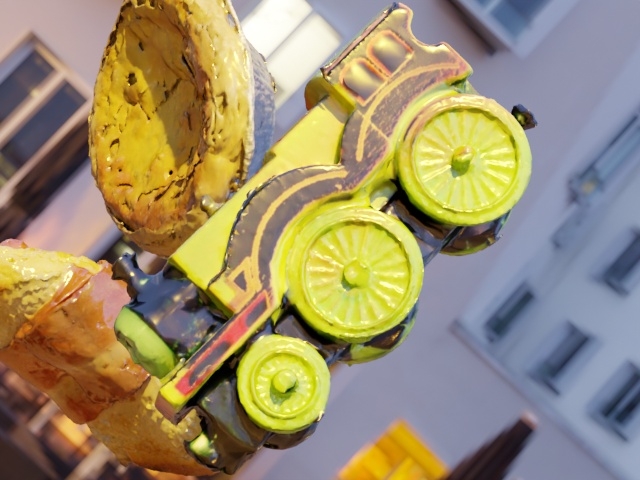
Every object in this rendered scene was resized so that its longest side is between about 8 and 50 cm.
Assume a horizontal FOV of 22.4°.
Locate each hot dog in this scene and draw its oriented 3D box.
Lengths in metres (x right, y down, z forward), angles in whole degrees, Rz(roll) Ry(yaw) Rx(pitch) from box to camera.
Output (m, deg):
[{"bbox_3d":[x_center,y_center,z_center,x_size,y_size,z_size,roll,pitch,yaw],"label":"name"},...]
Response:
[{"bbox_3d":[-0.168,0.068,1.172,0.261,0.093,0.123,44,-39,-19],"label":"hot dog"}]

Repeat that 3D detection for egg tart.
[{"bbox_3d":[-0.102,-0.098,1.274,0.094,0.234,0.234,3,18,-34],"label":"egg tart"}]

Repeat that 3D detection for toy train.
[{"bbox_3d":[0.000,0.000,0.976,0.160,0.296,0.100,42,-13,4],"label":"toy train"}]
